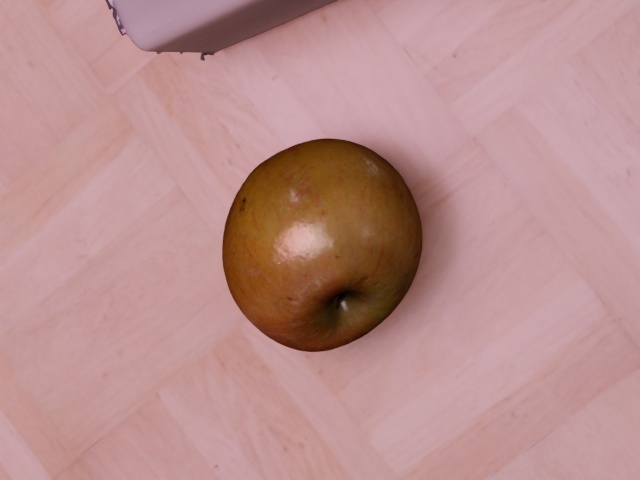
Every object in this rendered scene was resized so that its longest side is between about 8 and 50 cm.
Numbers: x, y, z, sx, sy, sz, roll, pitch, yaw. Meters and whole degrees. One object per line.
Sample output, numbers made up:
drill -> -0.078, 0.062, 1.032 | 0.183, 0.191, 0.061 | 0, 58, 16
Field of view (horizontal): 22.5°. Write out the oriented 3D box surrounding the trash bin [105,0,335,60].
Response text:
trash bin -> -0.017, -0.309, 1.331 | 0.367, 0.296, 0.256 | -24, 88, 22

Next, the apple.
apple -> 0.000, 0.000, 1.402 | 0.182, 0.182, 0.155 | -37, 53, 15
